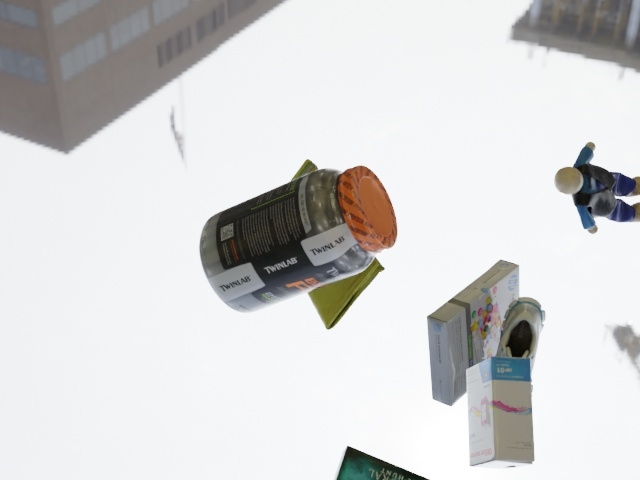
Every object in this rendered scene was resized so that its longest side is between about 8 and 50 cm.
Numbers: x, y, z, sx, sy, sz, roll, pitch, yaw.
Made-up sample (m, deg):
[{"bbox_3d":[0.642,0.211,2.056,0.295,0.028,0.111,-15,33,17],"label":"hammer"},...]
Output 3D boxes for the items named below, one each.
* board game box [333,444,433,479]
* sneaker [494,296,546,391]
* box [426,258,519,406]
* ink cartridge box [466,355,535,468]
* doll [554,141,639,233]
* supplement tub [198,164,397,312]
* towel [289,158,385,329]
[{"bbox_3d":[0.097,0.344,1.239,0.186,0.026,0.126,22,-124,-2],"label":"board game box"},{"bbox_3d":[0.271,0.178,1.430,0.071,0.191,0.083,9,-168,12],"label":"sneaker"},{"bbox_3d":[0.225,0.132,1.466,0.038,0.145,0.186,17,-145,37],"label":"box"},{"bbox_3d":[0.212,0.206,1.197,0.052,0.088,0.122,4,-108,-12],"label":"ink cartridge box"},{"bbox_3d":[0.373,-0.071,1.365,0.189,0.129,0.046,7,167,-43],"label":"doll"},{"bbox_3d":[-0.022,-0.003,1.062,0.190,0.117,0.117,-21,-152,27],"label":"supplement tub"},{"bbox_3d":[0.000,0.000,1.209,0.021,0.102,0.237,24,-159,-35],"label":"towel"}]
